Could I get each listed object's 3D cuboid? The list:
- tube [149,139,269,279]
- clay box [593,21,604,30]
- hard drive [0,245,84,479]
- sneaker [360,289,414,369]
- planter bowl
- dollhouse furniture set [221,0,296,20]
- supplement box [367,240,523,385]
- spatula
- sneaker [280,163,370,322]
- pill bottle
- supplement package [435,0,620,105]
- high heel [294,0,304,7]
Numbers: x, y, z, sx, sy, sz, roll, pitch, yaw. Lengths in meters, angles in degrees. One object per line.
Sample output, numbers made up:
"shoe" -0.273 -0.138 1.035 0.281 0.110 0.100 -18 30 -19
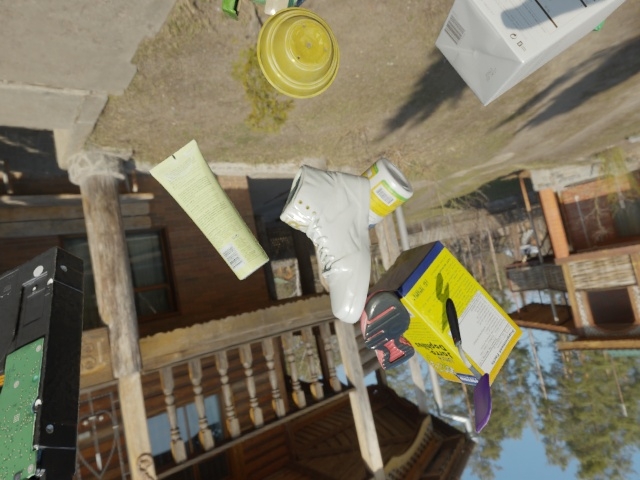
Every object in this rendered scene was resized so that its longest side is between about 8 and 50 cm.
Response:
"tube" -0.178 -0.047 0.676 0.070 0.240 0.062 -38 -177 -41
"clay box" 0.582 -0.570 0.951 0.053 0.127 0.222 7 -156 -22
"hard drive" -0.443 0.198 0.552 0.237 0.338 0.064 -27 144 7
"sneaker" 0.138 0.198 0.971 0.116 0.136 0.313 -27 138 -6
"planter bowl" -0.039 -0.467 0.980 0.217 0.217 0.090 -10 -167 -17
"dollhouse furniture set" -0.180 -0.739 1.263 0.198 0.151 0.301 13 -165 -10
"supplement box" 0.338 0.205 1.122 0.194 0.356 0.195 -45 -174 -22
"spatula" 0.305 0.239 0.843 0.031 0.296 0.084 1 133 -6
"sneaker" 0.000 0.000 0.742 0.169 0.292 0.108 11 158 -22
"pill bottle" 0.127 -0.107 1.143 0.246 0.136 0.136 -40 161 28
"supplement package" 0.403 -0.434 0.754 0.293 0.175 0.177 -35 175 -3
"high heel" -0.097 -0.985 1.424 0.186 0.093 0.261 -48 141 -10
